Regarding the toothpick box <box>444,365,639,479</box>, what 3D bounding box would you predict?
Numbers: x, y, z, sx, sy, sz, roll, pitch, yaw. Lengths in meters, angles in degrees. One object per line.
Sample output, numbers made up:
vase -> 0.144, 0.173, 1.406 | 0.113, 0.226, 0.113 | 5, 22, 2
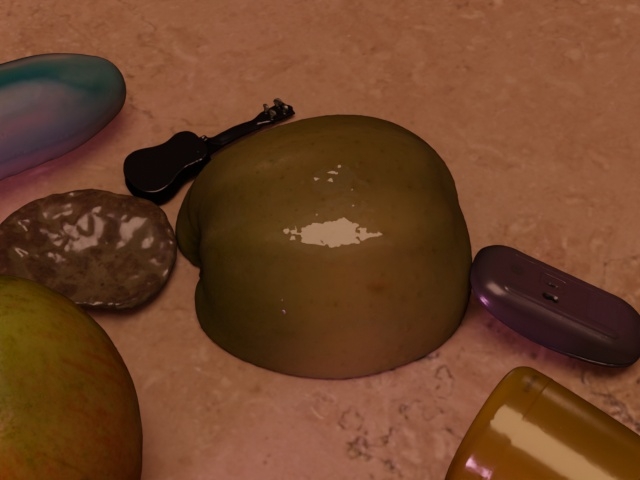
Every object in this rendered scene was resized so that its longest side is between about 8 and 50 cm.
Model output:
toothpick box -> 0.284, 0.270, 1.254 | 0.271, 0.175, 0.175 | 31, 58, 17

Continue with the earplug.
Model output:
earplug -> -0.415, -0.172, 1.591 | 0.324, 0.185, 0.185 | -25, 57, -24

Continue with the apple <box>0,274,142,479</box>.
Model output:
apple -> -0.353, 0.197, 1.223 | 0.339, 0.339, 0.339 | 0, 53, 0

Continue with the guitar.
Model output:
guitar -> -0.149, -0.137, 1.643 | 0.271, 0.038, 0.084 | -31, 60, -21

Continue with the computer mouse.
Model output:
computer mouse -> 0.289, 0.082, 1.451 | 0.232, 0.057, 0.120 | 24, 40, 0

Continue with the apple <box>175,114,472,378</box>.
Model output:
apple -> 0.000, 0.000, 1.510 | 0.360, 0.312, 0.320 | -8, 9, -8

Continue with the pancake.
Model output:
pancake -> -0.305, 0.016, 1.523 | 0.236, 0.042, 0.222 | -18, 50, -17
